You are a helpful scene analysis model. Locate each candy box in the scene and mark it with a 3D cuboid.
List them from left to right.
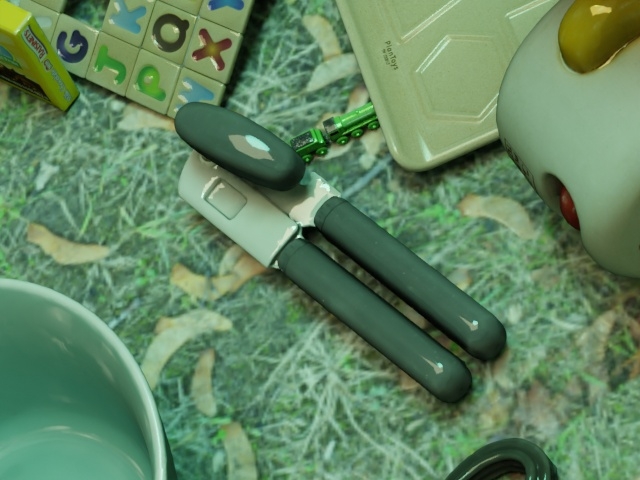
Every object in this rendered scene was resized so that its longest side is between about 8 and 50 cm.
[{"bbox_3d":[-0.286,-0.173,1.515,0.206,0.105,0.027,26,67,28],"label":"candy box"}]

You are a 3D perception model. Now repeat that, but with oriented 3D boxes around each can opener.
[{"bbox_3d":[0.000,0.000,1.339,0.283,0.095,0.076,38,86,30],"label":"can opener"}]

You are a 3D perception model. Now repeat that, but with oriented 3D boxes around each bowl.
[{"bbox_3d":[-0.213,0.196,1.301,0.311,0.163,0.311,-8,66,19],"label":"bowl"}]

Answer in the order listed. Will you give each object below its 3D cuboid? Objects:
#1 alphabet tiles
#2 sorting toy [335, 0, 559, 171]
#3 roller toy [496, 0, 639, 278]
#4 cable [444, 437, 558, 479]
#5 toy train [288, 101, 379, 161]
[{"bbox_3d":[-0.127,-0.226,1.469,0.198,0.009,0.237,25,105,24],"label":"alphabet tiles"},{"bbox_3d":[0.126,-0.161,1.395,0.208,0.038,0.193,-22,63,6],"label":"sorting toy"},{"bbox_3d":[0.213,-0.085,1.234,0.146,0.209,0.191,54,134,30],"label":"roller toy"},{"bbox_3d":[0.041,0.245,1.261,0.139,0.072,0.287,22,65,44],"label":"cable"},{"bbox_3d":[0.015,-0.082,1.408,0.083,0.024,0.017,-26,62,10],"label":"toy train"}]
